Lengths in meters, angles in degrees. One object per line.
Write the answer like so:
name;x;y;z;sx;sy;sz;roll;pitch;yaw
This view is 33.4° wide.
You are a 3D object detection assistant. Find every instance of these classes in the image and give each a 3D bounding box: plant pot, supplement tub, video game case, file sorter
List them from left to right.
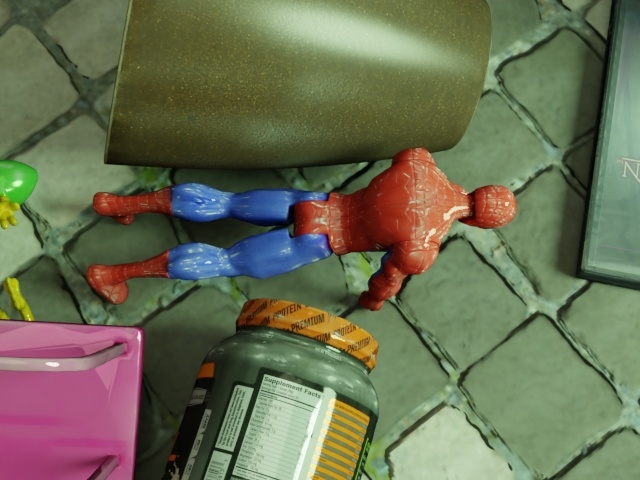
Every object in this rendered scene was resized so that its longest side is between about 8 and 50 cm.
file sorter;-0.212;0.188;0.552;0.202;0.182;0.291;4;88;-2
supplement tub;-0.034;0.139;0.649;0.117;0.117;0.190;16;71;6
plant pot;-0.011;-0.136;0.716;0.230;0.215;0.215;10;70;-11
video game case;0.301;-0.085;0.774;0.196;0.026;0.274;11;70;4

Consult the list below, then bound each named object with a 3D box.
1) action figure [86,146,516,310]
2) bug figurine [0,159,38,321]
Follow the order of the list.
action figure;0.000;0.000;0.723;0.280;0.139;0.091;-6;72;22
bug figurine;-0.276;0.045;0.706;0.216;0.072;0.279;-19;76;1
